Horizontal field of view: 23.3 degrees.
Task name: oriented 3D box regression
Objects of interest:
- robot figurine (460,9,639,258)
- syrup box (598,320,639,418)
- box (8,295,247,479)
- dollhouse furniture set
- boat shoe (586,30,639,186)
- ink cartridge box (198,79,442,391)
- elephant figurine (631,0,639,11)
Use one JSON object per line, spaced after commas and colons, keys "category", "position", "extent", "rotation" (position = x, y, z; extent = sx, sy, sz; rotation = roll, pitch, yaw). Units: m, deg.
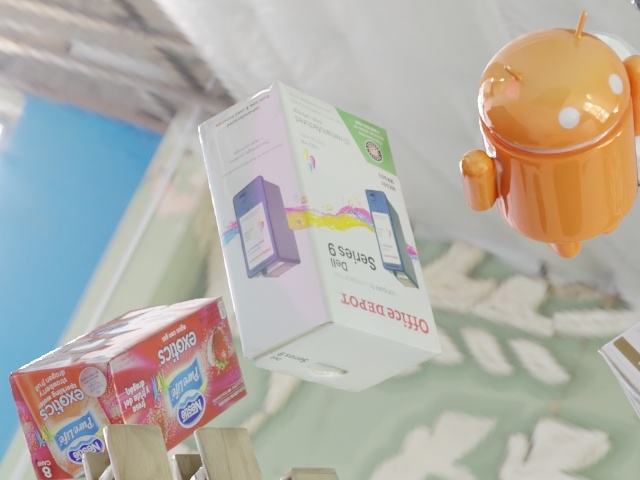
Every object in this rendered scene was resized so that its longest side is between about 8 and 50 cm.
{"category": "robot figurine", "position": [0.197, -0.084, 1.289], "extent": [0.158, 0.128, 0.219], "rotation": [-3, -43, 13]}
{"category": "syrup box", "position": [0.309, 0.055, 0.993], "extent": [0.093, 0.237, 0.096], "rotation": [56, -2, -32]}
{"category": "box", "position": [-0.197, 0.154, 1.648], "extent": [0.128, 0.122, 0.257], "rotation": [-9, 9, 25]}
{"category": "dollhouse furniture set", "position": [-0.088, 0.263, 1.158], "extent": [0.242, 0.161, 0.212], "rotation": [6, -40, -35]}
{"category": "boat shoe", "position": [0.306, -0.120, 1.545], "extent": [0.228, 0.080, 0.076], "rotation": [45, -4, -27]}
{"category": "ink cartridge box", "position": [0.000, 0.000, 1.235], "extent": [0.093, 0.212, 0.154], "rotation": [-26, -28, 31]}
{"category": "elephant figurine", "position": [0.325, -0.392, 1.600], "extent": [0.186, 0.239, 0.169], "rotation": [26, -33, -1]}
